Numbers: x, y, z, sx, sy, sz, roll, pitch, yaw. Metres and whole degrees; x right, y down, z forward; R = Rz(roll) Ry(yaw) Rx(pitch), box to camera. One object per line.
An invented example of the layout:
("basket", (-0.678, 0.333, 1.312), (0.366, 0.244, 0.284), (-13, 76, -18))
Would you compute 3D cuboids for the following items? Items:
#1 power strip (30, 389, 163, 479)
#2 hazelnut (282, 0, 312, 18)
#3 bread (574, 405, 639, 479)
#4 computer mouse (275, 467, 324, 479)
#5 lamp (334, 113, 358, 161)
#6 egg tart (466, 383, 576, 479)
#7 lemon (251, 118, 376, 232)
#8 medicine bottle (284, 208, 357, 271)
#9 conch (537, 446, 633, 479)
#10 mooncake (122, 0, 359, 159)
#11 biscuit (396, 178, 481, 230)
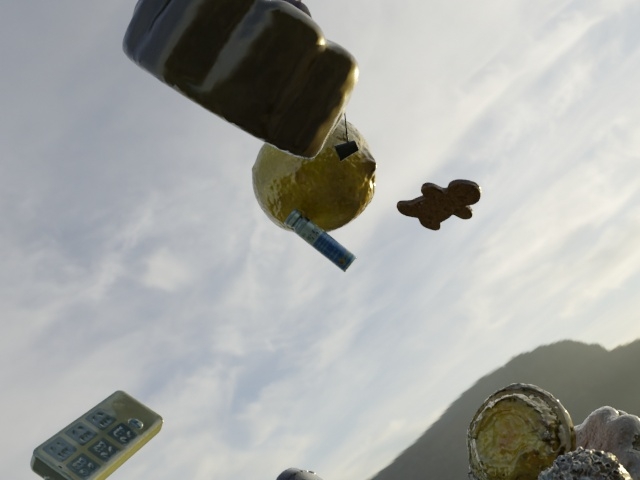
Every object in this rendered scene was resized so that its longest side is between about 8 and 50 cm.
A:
("power strip", (-0.398, 0.365, 1.216), (0.046, 0.118, 0.270), (-68, -14, 21))
("hazelnut", (-0.099, -0.531, 1.696), (0.160, 0.201, 0.170), (-45, -28, -30))
("bread", (0.688, 0.491, 1.572), (0.337, 0.102, 0.183), (164, 130, -84))
("computer mouse", (-0.037, 0.454, 1.252), (0.135, 0.079, 0.047), (9, -83, -51))
("lamp", (0.038, -0.210, 1.216), (0.054, 0.121, 0.041), (-22, 9, 0))
("egg tart", (0.437, 0.461, 1.523), (0.291, 0.291, 0.107), (-40, -49, 14))
("lemon", (-0.017, -0.169, 1.741), (0.336, 0.336, 0.336), (-26, -27, -14))
("medicine bottle", (0.000, 0.000, 1.604), (0.051, 0.191, 0.051), (-51, -1, -1))
("conch", (0.390, 0.389, 0.944), (0.163, 0.245, 0.178), (43, -105, -22))
("mooncake", (-0.116, -0.298, 1.078), (0.378, 0.378, 0.201), (15, -71, -56))
("biscuit", (0.266, -0.084, 1.431), (0.138, 0.031, 0.205), (28, -29, -18))
